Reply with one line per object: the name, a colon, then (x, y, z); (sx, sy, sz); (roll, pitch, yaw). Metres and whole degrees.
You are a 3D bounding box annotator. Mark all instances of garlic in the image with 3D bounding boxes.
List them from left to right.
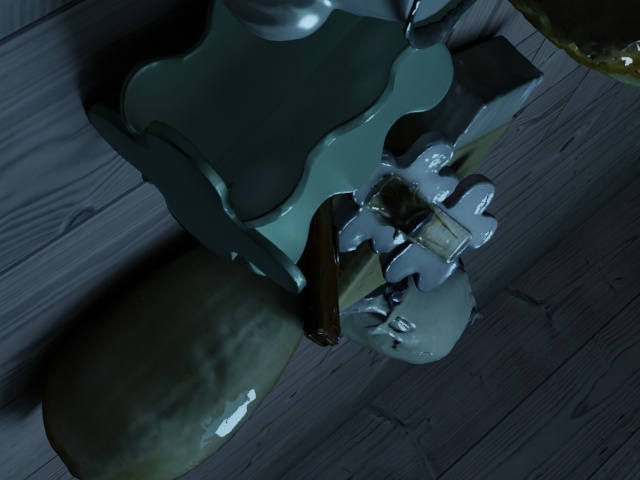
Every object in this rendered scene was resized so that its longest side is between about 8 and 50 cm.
garlic: (-0.105, 0.068, 1.062); (0.338, 0.151, 0.196); (-49, -168, -23)

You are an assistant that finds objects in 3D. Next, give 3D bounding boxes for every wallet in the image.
wallet: (0.000, 0.000, 1.032); (0.026, 0.176, 0.095); (-6, 166, 9)

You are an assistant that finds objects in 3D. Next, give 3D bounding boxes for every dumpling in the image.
dumpling: (0.083, 0.070, 1.553); (0.293, 0.204, 0.163); (2, 104, -51)

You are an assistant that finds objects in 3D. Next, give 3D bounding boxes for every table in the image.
table: (-0.011, -0.093, 0.726); (0.198, 0.166, 0.166); (-48, 168, -14)

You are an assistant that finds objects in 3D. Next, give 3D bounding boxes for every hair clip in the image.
hair clip: (0.099, -0.021, 1.155); (0.146, 0.075, 0.257); (-51, 155, 6)

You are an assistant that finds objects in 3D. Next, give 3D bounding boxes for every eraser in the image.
eraser: (0.090, -0.060, 1.273); (0.144, 0.078, 0.343); (-30, 161, -49)

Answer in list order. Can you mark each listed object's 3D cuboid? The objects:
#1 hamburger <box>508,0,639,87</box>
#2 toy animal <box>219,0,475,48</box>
hamburger: (0.226, -0.229, 0.851); (0.211, 0.260, 0.245); (4, 89, -52)
toy animal: (0.081, -0.228, 0.558); (0.325, 0.154, 0.208); (-42, 174, -27)
